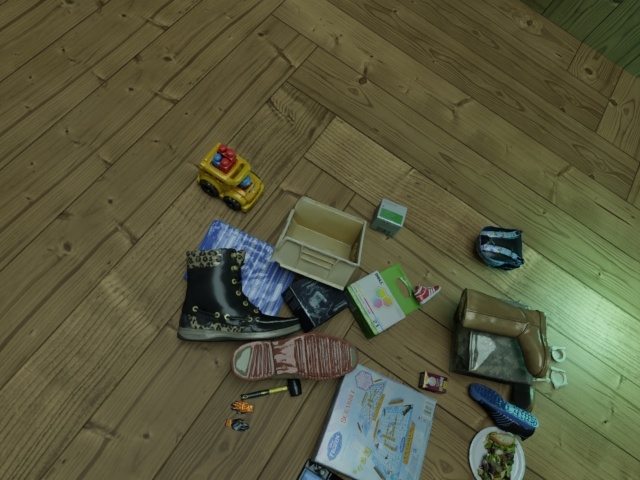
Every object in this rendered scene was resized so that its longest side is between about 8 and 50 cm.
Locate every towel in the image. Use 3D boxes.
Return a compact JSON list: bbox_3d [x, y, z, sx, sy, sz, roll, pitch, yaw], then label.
[{"bbox_3d":[-0.256,0.093,1.524,0.336,0.040,0.243,25,67,-3],"label":"towel"}]

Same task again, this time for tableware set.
[{"bbox_3d":[0.830,0.449,1.644,0.141,0.020,0.168,8,68,-10],"label":"tableware set"}]

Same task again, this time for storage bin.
[{"bbox_3d":[0.000,0.000,1.508,0.260,0.123,0.262,22,35,-4],"label":"storage bin"}]

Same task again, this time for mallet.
[{"bbox_3d":[-0.153,0.461,1.414,0.190,0.039,0.062,-2,70,-9],"label":"mallet"}]

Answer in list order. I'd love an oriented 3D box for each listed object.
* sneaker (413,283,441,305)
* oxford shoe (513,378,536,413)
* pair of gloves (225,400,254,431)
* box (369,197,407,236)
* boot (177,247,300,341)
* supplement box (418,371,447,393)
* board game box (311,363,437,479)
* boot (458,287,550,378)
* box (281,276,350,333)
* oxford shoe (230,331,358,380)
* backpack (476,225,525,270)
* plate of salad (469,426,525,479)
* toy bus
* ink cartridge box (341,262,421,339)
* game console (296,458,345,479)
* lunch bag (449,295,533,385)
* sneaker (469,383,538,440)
[{"bbox_3d":[0.380,0.176,1.625,0.118,0.042,0.067,-31,81,-35],"label":"sneaker"},{"bbox_3d":[0.717,0.500,1.583,0.076,0.076,0.212,47,51,-34],"label":"oxford shoe"},{"bbox_3d":[-0.244,0.534,1.376,0.074,0.010,0.083,16,68,-7],"label":"pair of gloves"},{"bbox_3d":[0.250,-0.083,1.669,0.101,0.102,0.087,22,65,-3],"label":"box"},{"bbox_3d":[-0.253,0.169,1.420,0.377,0.138,0.284,-1,81,-3],"label":"boot"},{"bbox_3d":[0.377,0.478,1.519,0.083,0.043,0.055,17,66,-7],"label":"supplement box"},{"bbox_3d":[0.174,0.585,1.403,0.318,0.066,0.318,26,59,-2],"label":"board game box"},{"bbox_3d":[0.575,0.293,1.438,0.269,0.089,0.236,15,55,-3],"label":"boot"},{"bbox_3d":[-0.016,0.195,1.497,0.156,0.093,0.158,-28,79,-32],"label":"box"},{"bbox_3d":[-0.081,0.362,1.401,0.397,0.146,0.140,5,71,-15],"label":"oxford shoe"},{"bbox_3d":[0.665,0.028,1.712,0.173,0.117,0.158,9,68,-10],"label":"backpack"},{"bbox_3d":[0.582,0.714,1.474,0.200,0.048,0.200,4,69,-12],"label":"plate of salad"},{"bbox_3d":[-0.301,-0.230,1.543,0.220,0.211,0.149,34,65,0],"label":"toy bus"},{"bbox_3d":[0.228,0.193,1.564,0.255,0.097,0.189,-26,77,-20],"label":"ink cartridge box"},{"bbox_3d":[-0.012,0.734,1.312,0.124,0.085,0.144,33,66,1],"label":"game console"},{"bbox_3d":[0.588,0.331,1.555,0.235,0.169,0.287,13,72,-6],"label":"lunch bag"},{"bbox_3d":[0.596,0.577,1.512,0.232,0.090,0.081,30,30,24],"label":"sneaker"}]
